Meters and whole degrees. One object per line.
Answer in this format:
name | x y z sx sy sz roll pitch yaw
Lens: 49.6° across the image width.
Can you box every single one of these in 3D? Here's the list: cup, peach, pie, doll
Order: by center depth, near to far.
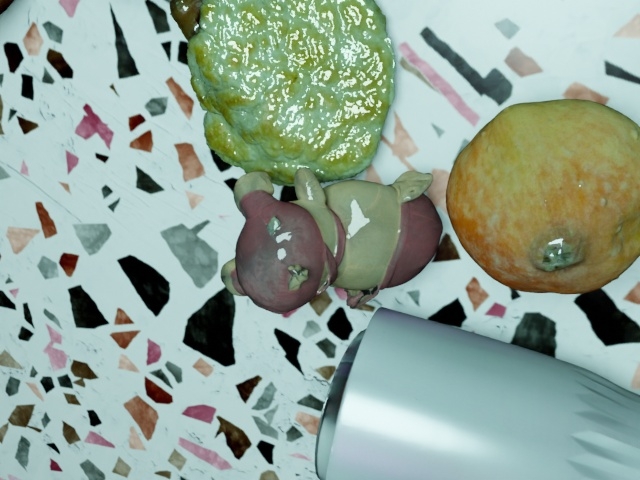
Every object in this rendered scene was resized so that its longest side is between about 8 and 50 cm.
peach | 0.238 -0.042 0.714 0.232 0.232 0.233 8 112 19
doll | 0.016 0.000 0.825 0.196 0.255 0.152 133 126 -59
cup | 0.195 0.241 0.830 0.371 0.253 0.253 13 114 13
pie | -0.038 -0.200 0.831 0.257 0.105 0.274 -8 107 14

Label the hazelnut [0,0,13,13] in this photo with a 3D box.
hazelnut | -0.487 -0.359 0.888 0.229 0.229 0.230 8 112 19
